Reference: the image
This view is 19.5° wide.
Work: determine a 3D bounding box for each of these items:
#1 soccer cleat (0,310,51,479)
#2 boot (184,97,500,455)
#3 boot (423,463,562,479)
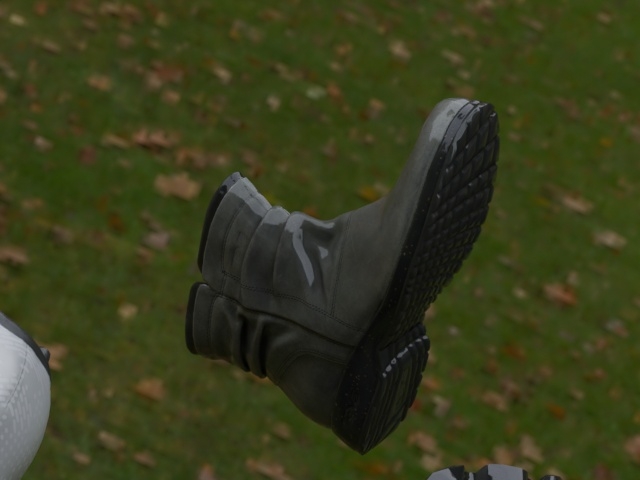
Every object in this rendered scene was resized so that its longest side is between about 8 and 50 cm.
[{"bbox_3d":[-0.257,0.114,0.811,0.116,0.331,0.143,46,42,-27],"label":"soccer cleat"},{"bbox_3d":[0.000,0.000,1.116,0.161,0.247,0.083,31,30,20],"label":"boot"},{"bbox_3d":[0.108,0.220,0.509,0.348,0.260,0.131,23,25,-10],"label":"boot"}]
